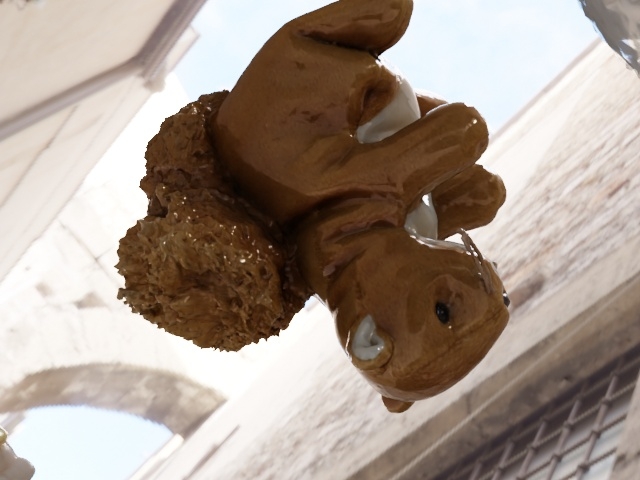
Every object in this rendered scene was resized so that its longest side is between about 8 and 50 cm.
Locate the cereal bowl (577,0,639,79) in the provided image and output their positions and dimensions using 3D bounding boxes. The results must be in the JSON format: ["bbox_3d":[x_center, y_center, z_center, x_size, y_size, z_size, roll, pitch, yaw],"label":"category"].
[{"bbox_3d":[0.268,-0.162,0.493,0.339,0.339,0.141,23,-21,16],"label":"cereal bowl"}]

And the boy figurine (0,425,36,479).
[{"bbox_3d":[-0.255,0.145,0.662,0.177,0.092,0.285,-34,-87,35],"label":"boy figurine"}]

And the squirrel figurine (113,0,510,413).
[{"bbox_3d":[0.000,0.000,1.068,0.397,0.281,0.370,-16,-112,2],"label":"squirrel figurine"}]
